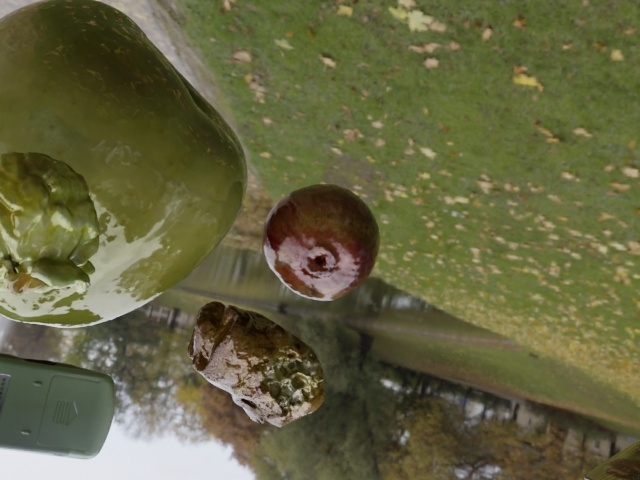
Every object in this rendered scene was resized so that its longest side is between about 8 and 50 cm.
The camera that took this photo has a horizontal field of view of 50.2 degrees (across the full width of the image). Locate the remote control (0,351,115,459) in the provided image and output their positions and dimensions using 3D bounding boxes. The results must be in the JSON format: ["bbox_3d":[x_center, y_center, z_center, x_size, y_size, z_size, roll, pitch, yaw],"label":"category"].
[{"bbox_3d":[-0.466,0.246,1.039,0.296,0.140,0.056,13,168,-17],"label":"remote control"}]

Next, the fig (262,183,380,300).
[{"bbox_3d":[0.000,-0.001,1.123,0.205,0.205,0.205,13,172,2],"label":"fig"}]

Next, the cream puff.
[{"bbox_3d":[-0.105,0.203,1.140,0.269,0.155,0.241,42,165,-9],"label":"cream puff"}]

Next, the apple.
[{"bbox_3d":[-0.344,-0.100,0.995,0.473,0.474,0.473,13,172,2],"label":"apple"}]

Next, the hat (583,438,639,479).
[{"bbox_3d":[0.506,0.338,1.047,0.192,0.082,0.193,3,170,1],"label":"hat"}]

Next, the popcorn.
[{"bbox_3d":[-0.283,-0.018,0.650,0.141,0.162,0.136,3,133,-23],"label":"popcorn"}]
